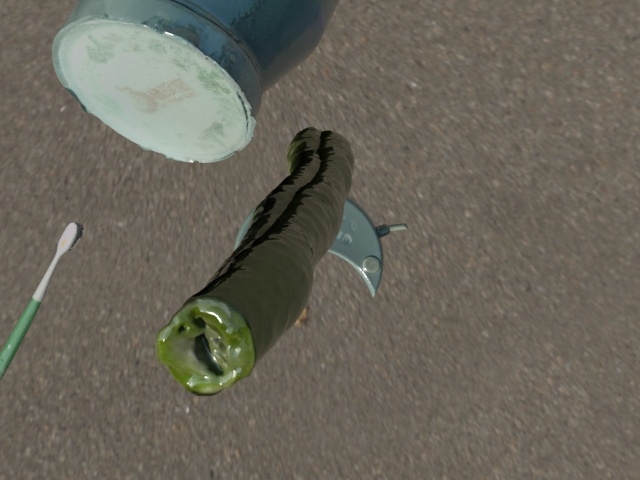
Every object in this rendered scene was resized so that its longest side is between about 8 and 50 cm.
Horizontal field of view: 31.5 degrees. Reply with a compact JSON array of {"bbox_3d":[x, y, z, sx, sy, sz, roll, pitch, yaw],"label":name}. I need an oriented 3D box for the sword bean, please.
[{"bbox_3d":[-0.013,-0.007,0.471,0.043,0.269,0.038,-2,107,8],"label":"sword bean"}]

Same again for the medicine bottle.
[{"bbox_3d":[-0.104,-0.245,1.089,0.245,0.245,0.290,29,59,-12],"label":"medicine bottle"}]

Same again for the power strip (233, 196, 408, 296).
[{"bbox_3d":[0.000,0.000,1.406,0.216,0.044,0.137,2,95,-2],"label":"power strip"}]

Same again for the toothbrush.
[{"bbox_3d":[-0.354,0.088,1.381,0.018,0.024,0.257,32,98,12],"label":"toothbrush"}]
